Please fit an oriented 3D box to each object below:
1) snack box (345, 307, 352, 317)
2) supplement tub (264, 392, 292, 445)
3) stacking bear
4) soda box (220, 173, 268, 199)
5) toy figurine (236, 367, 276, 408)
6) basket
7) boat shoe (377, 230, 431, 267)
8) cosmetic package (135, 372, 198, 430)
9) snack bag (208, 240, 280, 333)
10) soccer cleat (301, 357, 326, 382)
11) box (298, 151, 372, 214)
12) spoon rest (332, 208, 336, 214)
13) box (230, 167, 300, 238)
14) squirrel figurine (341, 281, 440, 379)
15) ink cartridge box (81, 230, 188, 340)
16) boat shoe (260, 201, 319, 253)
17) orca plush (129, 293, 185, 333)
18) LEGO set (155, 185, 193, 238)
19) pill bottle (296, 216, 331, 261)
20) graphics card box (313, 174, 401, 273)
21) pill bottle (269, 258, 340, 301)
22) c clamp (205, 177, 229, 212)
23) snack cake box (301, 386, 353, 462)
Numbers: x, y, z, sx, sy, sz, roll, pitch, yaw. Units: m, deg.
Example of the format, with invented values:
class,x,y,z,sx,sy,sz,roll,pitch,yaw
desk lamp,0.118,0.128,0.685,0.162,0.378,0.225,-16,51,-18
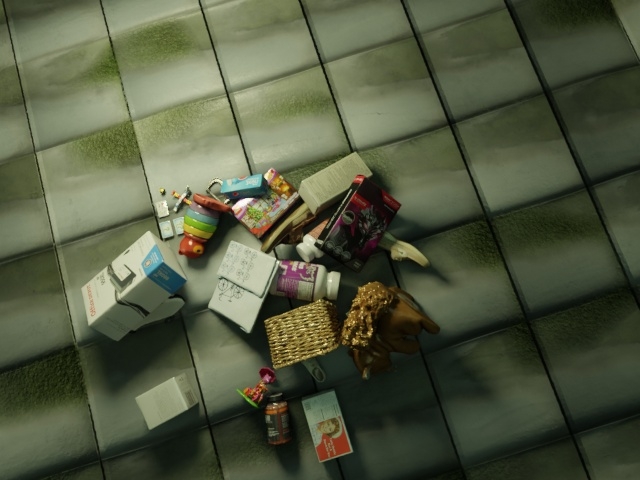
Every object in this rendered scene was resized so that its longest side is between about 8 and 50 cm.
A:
class,x,y,z,sx,sy,sz,roll,pitch,yaw
snack box,0.197,0.327,1.912,0.141,0.037,0.100,-40,81,-6
supplement tub,-0.185,0.767,1.818,0.106,0.106,0.197,-8,81,0
stacking bear,-0.558,-0.056,1.937,0.164,0.175,0.288,25,95,37
soda box,-0.353,-0.248,1.956,0.210,0.067,0.071,-6,62,19
toy figurine,-0.260,0.627,1.826,0.130,0.173,0.159,43,72,-10
basket,-0.056,0.413,1.795,0.299,0.213,0.222,-23,65,13
boat shoe,0.357,0.049,1.923,0.302,0.109,0.098,33,89,12
cosmetic package,-0.659,0.691,1.820,0.184,0.151,0.151,-28,81,-4
snack bag,-0.355,0.197,1.865,0.323,0.037,0.342,20,87,37
soccer cleat,-0.042,0.543,1.864,0.068,0.076,0.196,-40,82,-5
box,0.067,-0.261,1.930,0.311,0.121,0.148,-30,81,-19
spoon rest,0.192,-0.114,1.950,0.277,0.137,0.084,0,105,-10
box,-0.257,-0.173,1.996,0.201,0.057,0.293,42,85,9
squirrel figurine,0.228,0.382,1.761,0.397,0.281,0.370,29,103,-32
ink cartridge box,-0.814,0.192,1.834,0.395,0.166,0.285,-42,43,-5
boat shoe,-0.127,-0.038,1.903,0.123,0.123,0.342,47,53,-5
orca plush,-0.758,0.321,1.935,0.287,0.102,0.151,-41,127,5
LEGO set,-0.692,-0.152,2.007,0.183,0.060,0.244,-16,80,-5
pill bottle,0.000,0.000,1.905,0.216,0.121,0.121,-38,81,-20
graphics card box,0.163,-0.070,1.837,0.233,0.094,0.370,34,88,-24
pill bottle,-0.067,0.181,1.877,0.302,0.169,0.169,9,81,2
c clamp,-0.493,-0.221,2.029,0.137,0.022,0.160,-41,82,-5
snack cake box,0.029,0.791,1.817,0.152,0.089,0.264,-17,81,-3
